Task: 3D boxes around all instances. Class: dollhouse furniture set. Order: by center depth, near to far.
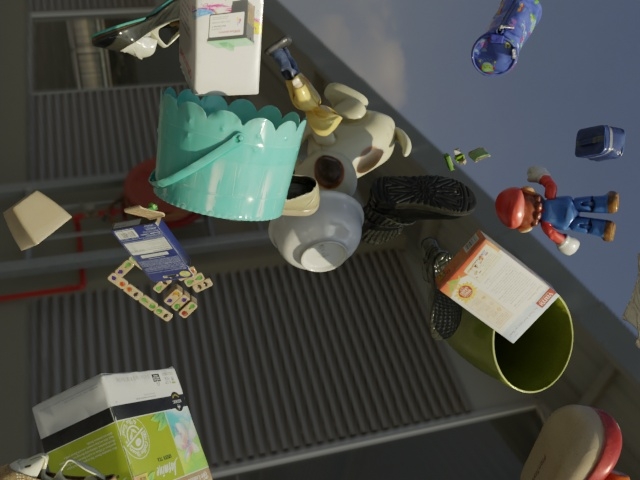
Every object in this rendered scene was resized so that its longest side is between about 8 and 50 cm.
[{"bbox_3d":[0.511,-0.304,2.506,0.076,0.151,0.059,-108,175,-65],"label":"dollhouse furniture set"}]

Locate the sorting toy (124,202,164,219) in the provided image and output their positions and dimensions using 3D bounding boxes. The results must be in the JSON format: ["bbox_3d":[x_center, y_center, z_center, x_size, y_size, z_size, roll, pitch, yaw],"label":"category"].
[{"bbox_3d":[-0.338,-0.059,1.404,0.083,0.062,0.012,-9,-111,41],"label":"sorting toy"}]

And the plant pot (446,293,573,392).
[{"bbox_3d":[0.475,0.246,1.933,0.293,0.274,0.275,1,-82,63],"label":"plant pot"}]

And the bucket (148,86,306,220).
[{"bbox_3d":[-0.169,-0.156,1.280,0.281,0.281,0.183,-134,-126,-66],"label":"bucket"}]

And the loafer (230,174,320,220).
[{"bbox_3d":[-0.122,-0.108,1.544,0.092,0.268,0.102,114,-38,-47],"label":"loafer"}]

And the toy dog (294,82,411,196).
[{"bbox_3d":[0.071,-0.268,2.426,0.408,0.395,0.285,-56,165,-34],"label":"toy dog"}]

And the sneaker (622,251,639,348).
[{"bbox_3d":[0.701,0.132,1.546,0.115,0.090,0.232,-27,-127,49],"label":"sneaker"}]

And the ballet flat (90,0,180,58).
[{"bbox_3d":[-0.399,-0.488,1.667,0.095,0.280,0.096,-1,-58,52],"label":"ballet flat"}]

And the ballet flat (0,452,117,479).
[{"bbox_3d":[-0.406,0.358,1.079,0.073,0.206,0.067,175,-68,-72],"label":"ballet flat"}]

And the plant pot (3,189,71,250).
[{"bbox_3d":[-0.666,-0.052,1.654,0.109,0.109,0.096,-12,-61,49],"label":"plant pot"}]

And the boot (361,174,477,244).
[{"bbox_3d":[0.290,-0.087,2.244,0.260,0.347,0.131,104,-9,-58],"label":"boot"}]

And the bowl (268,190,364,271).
[{"bbox_3d":[0.000,0.000,2.122,0.298,0.297,0.134,101,-19,-49],"label":"bowl"}]

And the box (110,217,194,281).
[{"bbox_3d":[-0.440,0.026,1.900,0.225,0.136,0.037,64,24,-43],"label":"box"}]

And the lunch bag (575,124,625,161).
[{"bbox_3d":[0.585,-0.207,1.513,0.098,0.065,0.067,174,-77,-66],"label":"lunch bag"}]

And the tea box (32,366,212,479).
[{"bbox_3d":[-0.478,0.506,1.760,0.324,0.219,0.329,68,16,13],"label":"tea box"}]

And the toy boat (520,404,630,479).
[{"bbox_3d":[0.434,0.384,1.170,0.151,0.151,0.231,-82,-174,-62],"label":"toy boat"}]

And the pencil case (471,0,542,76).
[{"bbox_3d":[0.496,-0.555,1.891,0.133,0.119,0.306,94,23,-45],"label":"pencil case"}]

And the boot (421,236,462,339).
[{"bbox_3d":[0.312,0.124,1.890,0.161,0.083,0.247,-118,-153,-74],"label":"boot"}]

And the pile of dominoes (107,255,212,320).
[{"bbox_3d":[-0.466,0.127,2.100,0.251,0.196,0.040,42,13,-27],"label":"pile of dominoes"}]

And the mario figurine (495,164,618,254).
[{"bbox_3d":[0.642,-0.086,1.956,0.198,0.320,0.170,-67,152,-27],"label":"mario figurine"}]

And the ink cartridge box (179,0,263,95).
[{"bbox_3d":[-0.171,-0.407,1.208,0.201,0.117,0.278,-120,-149,-56],"label":"ink cartridge box"}]

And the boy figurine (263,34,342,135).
[{"bbox_3d":[-0.046,-0.417,1.952,0.285,0.092,0.177,56,10,-5],"label":"boy figurine"}]

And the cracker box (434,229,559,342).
[{"bbox_3d":[0.399,0.106,1.619,0.156,0.232,0.067,-50,-165,15],"label":"cracker box"}]
